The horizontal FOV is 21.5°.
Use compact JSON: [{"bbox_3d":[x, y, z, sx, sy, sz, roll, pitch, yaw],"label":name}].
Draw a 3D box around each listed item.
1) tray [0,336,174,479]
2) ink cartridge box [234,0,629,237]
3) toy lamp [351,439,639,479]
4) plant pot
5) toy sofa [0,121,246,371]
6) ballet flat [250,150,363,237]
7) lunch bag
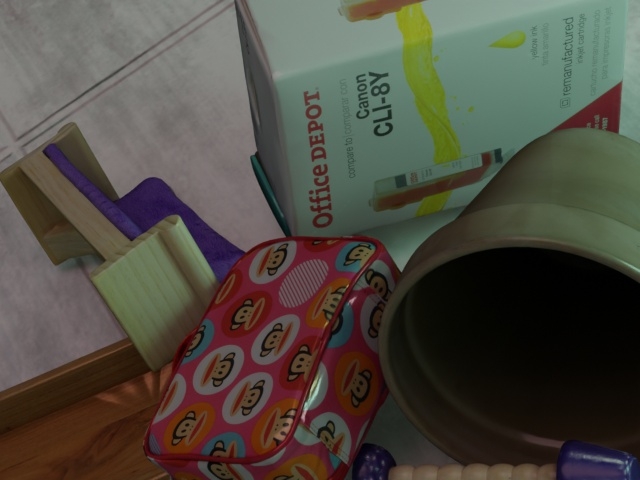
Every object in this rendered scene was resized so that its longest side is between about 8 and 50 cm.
[{"bbox_3d":[-0.278,0.242,1.883,0.411,0.076,0.203,-23,48,6],"label":"tray"},{"bbox_3d":[0.121,-0.174,1.824,0.385,0.279,0.160,-14,50,-6],"label":"ink cartridge box"},{"bbox_3d":[0.169,0.231,1.618,0.275,0.080,0.080,-4,53,27],"label":"toy lamp"},{"bbox_3d":[0.245,0.040,1.667,0.323,0.323,0.280,-2,38,23],"label":"plant pot"},{"bbox_3d":[-0.219,-0.016,1.947,0.177,0.150,0.362,-36,33,-11],"label":"toy sofa"},{"bbox_3d":[0.000,0.000,1.939,0.096,0.095,0.280,-19,58,-2],"label":"ballet flat"},{"bbox_3d":[-0.054,0.131,1.721,0.258,0.120,0.293,-3,50,43],"label":"lunch bag"}]
